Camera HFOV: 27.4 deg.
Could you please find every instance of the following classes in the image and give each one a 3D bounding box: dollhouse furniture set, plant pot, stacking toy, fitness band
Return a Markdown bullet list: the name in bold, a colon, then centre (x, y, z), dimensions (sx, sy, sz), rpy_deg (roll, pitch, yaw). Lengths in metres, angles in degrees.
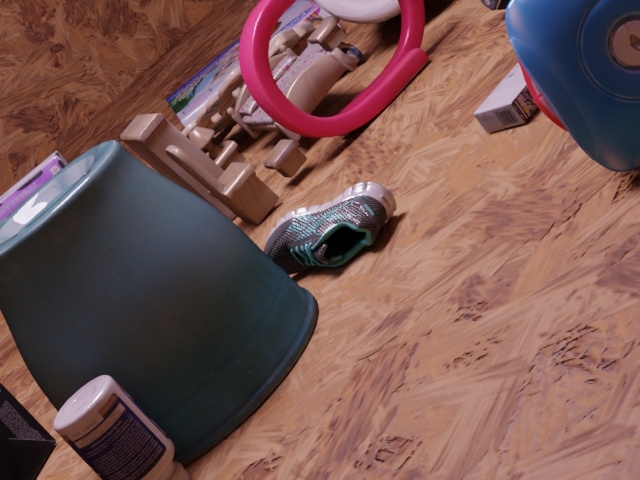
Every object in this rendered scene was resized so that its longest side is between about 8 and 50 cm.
- **dollhouse furniture set**: centre (-0.084, -0.218, 1.786), dimensions (0.355, 0.174, 0.303), rpy_deg (-52, 20, -10)
- **plant pot**: centre (-0.185, 0.051, 1.275), dimensions (0.271, 0.255, 0.272), rpy_deg (-35, 18, 13)
- **stacking toy**: centre (0.243, -0.172, 1.163), dimensions (0.165, 0.175, 0.302), rpy_deg (-36, 6, 4)
- **fitness band**: centre (0.023, -0.262, 1.694), dimensions (0.291, 0.209, 0.054), rpy_deg (-47, 17, -22)

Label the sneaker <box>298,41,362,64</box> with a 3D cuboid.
- **sneaker**: centre (0.007, -0.255, 1.996), dimensions (0.135, 0.052, 0.058), rpy_deg (-17, 49, 35)

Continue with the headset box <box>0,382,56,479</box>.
- **headset box**: centre (-0.485, 0.239, 1.489), dimensions (0.293, 0.218, 0.110), rpy_deg (-29, 20, 29)

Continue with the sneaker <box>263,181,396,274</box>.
- **sneaker**: centre (0.000, 0.000, 1.350), dimensions (0.166, 0.065, 0.076), rpy_deg (-31, 23, 32)

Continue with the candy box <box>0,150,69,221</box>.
- **candy box**: centre (-0.381, -0.002, 1.904), dimensions (0.165, 0.196, 0.070), rpy_deg (-41, 17, -2)

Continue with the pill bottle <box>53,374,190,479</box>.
- **pill bottle**: centre (-0.171, 0.181, 1.147), dimensions (0.067, 0.120, 0.067), rpy_deg (-36, 18, 13)

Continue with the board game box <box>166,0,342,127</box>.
- **board game box**: centre (-0.128, -0.312, 2.370), dimensions (0.318, 0.066, 0.318), rpy_deg (-40, 17, -1)

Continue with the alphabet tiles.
- **alphabet tiles**: centre (-0.118, -0.230, 2.071), dimensions (0.284, 0.021, 0.278), rpy_deg (-46, -5, 27)

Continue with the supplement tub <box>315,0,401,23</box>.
- **supplement tub**: centre (0.082, -0.442, 2.006), dimensions (0.193, 0.194, 0.316), rpy_deg (-35, 7, 15)

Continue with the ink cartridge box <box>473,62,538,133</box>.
- **ink cartridge box**: centre (0.215, -0.161, 1.356), dimensions (0.115, 0.029, 0.063), rpy_deg (-47, 18, -26)

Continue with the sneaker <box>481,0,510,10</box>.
- **sneaker**: centre (0.260, -0.323, 1.582), dimensions (0.086, 0.163, 0.226), rpy_deg (-23, 55, -14)
